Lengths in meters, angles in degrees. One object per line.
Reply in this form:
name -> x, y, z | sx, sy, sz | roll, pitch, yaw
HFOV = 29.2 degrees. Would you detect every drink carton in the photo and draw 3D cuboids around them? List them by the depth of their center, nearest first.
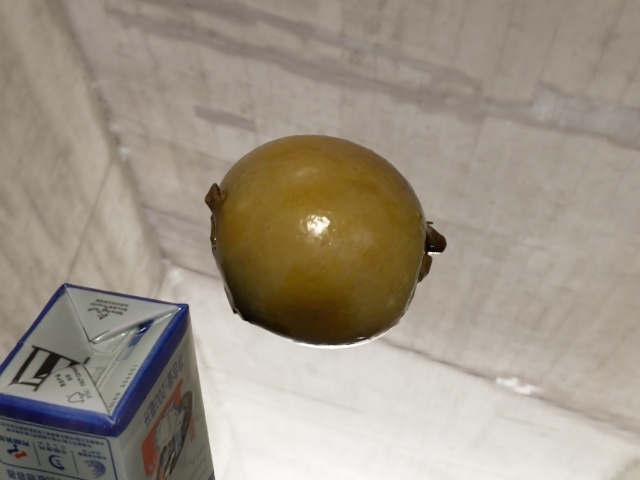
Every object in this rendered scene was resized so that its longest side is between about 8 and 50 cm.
drink carton -> -0.147, 0.194, 0.898 | 0.107, 0.130, 0.314 | 9, -51, 17

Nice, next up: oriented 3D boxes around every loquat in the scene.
loquat -> 0.000, 0.000, 0.806 | 0.163, 0.137, 0.163 | 12, 2, -1
